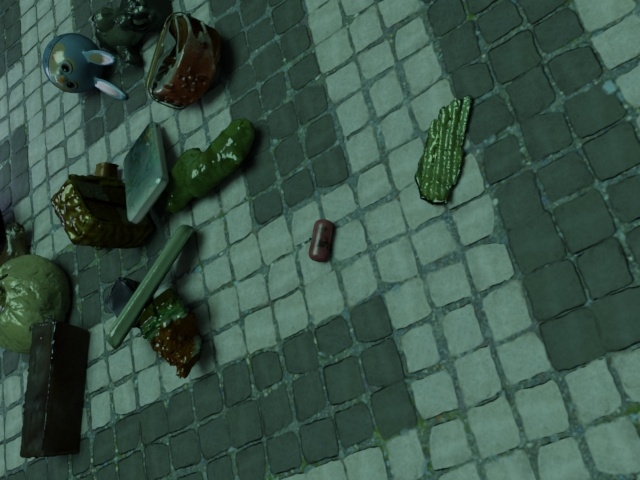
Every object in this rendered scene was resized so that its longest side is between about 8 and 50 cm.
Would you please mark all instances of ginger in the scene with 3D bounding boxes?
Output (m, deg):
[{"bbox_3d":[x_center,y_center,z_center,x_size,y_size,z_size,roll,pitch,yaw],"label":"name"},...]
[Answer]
[{"bbox_3d":[-0.869,0.091,2.103,0.122,0.084,0.290,14,76,49],"label":"ginger"},{"bbox_3d":[-0.258,-0.169,1.718,0.290,0.089,0.137,-29,34,34],"label":"ginger"}]

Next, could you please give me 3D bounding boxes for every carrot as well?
[{"bbox_3d":[-0.541,-0.082,1.921,0.067,0.067,0.225,-10,69,35],"label":"carrot"}]

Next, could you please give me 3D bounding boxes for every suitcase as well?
[{"bbox_3d":[-0.436,0.145,1.774,0.126,0.059,0.086,37,99,41],"label":"suitcase"}]

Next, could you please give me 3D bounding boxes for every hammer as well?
[{"bbox_3d":[0.000,0.000,1.492,0.043,0.043,0.083,4,80,38],"label":"hammer"}]

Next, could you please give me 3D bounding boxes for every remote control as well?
[{"bbox_3d":[-0.370,0.097,1.681,0.309,0.038,0.090,-59,5,-15],"label":"remote control"}]

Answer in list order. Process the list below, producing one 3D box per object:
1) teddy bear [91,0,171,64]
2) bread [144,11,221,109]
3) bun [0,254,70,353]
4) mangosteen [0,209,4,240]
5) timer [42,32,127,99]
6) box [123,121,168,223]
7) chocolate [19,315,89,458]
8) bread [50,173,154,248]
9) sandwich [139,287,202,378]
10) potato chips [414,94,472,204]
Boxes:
[{"bbox_3d":[-0.496,-0.553,1.984,0.251,0.144,0.171,-42,62,22],"label":"teddy bear"},{"bbox_3d":[-0.316,-0.419,1.814,0.212,0.142,0.224,10,83,54],"label":"bread"},{"bbox_3d":[-0.759,0.157,1.961,0.259,0.152,0.259,-15,66,36],"label":"bun"},{"bbox_3d":[-1.017,-0.033,2.136,0.288,0.288,0.288,-12,69,35],"label":"mangosteen"},{"bbox_3d":[-0.637,-0.449,2.043,0.175,0.175,0.255,-55,47,11],"label":"timer"},{"bbox_3d":[-0.410,-0.164,1.808,0.142,0.044,0.285,-51,33,20],"label":"box"},{"bbox_3d":[-0.621,0.346,1.822,0.112,0.112,0.321,-13,70,36],"label":"chocolate"},{"bbox_3d":[-0.504,-0.064,1.779,0.096,0.222,0.181,-46,67,20],"label":"bread"},{"bbox_3d":[-0.302,0.186,1.629,0.109,0.160,0.185,-41,9,-2],"label":"sandwich"},{"bbox_3d":[0.216,-0.164,1.383,0.092,0.028,0.207,7,82,37],"label":"potato chips"}]
